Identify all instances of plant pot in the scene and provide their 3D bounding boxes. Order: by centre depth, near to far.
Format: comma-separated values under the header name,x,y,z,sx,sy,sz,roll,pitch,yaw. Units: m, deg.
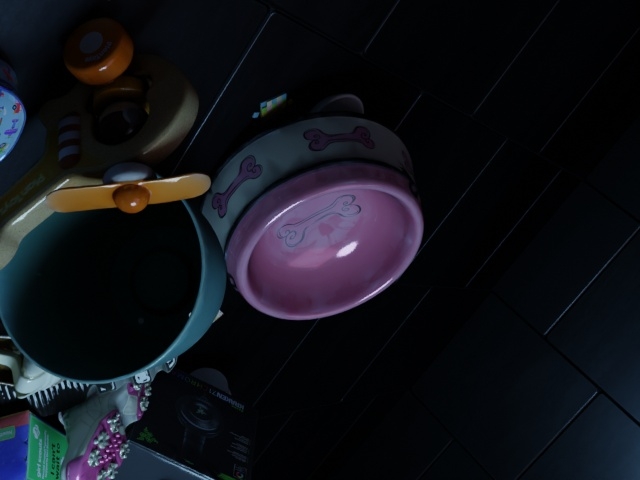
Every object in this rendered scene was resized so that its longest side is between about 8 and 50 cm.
name,x,y,z,sx,sy,sz,roll,pitch,yaw
plant pot,-0.267,0.050,1.070,0.293,0.293,0.235,-46,168,3

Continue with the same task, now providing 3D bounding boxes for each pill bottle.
name,x,y,z,sx,sy,sz,roll,pitch,yaw
pill bottle,-0.259,0.384,1.684,0.119,0.119,0.208,-28,147,-28

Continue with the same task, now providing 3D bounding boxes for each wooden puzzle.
name,x,y,z,sx,sy,sz,roll,pitch,yaw
wooden puzzle,-0.077,-0.218,1.236,0.083,0.006,0.049,-30,149,-25

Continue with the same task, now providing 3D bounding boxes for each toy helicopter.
name,x,y,z,sx,sy,sz,roll,pitch,yaw
toy helicopter,-0.291,-0.079,0.897,0.355,0.235,0.140,-42,152,-4

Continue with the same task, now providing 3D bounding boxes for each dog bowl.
name,x,y,z,sx,sy,sz,roll,pitch,yaw
dog bowl,0.000,-0.021,1.315,0.408,0.150,0.408,-13,138,-12

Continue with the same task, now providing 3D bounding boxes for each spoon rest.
name,x,y,z,sx,sy,sz,roll,pitch,yaw
spoon rest,0.012,-0.150,1.365,0.137,0.084,0.276,-25,147,-32

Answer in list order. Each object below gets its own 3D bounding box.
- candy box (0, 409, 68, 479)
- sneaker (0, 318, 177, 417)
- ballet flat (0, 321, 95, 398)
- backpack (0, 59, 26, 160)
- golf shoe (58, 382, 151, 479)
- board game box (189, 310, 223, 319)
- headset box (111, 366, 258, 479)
name,x,y,z,sx,sy,sz,roll,pitch,yaw
candy box,-0.543,0.417,1.254,0.268,0.122,0.317,-14,150,1
sneaker,-0.410,0.194,1.239,0.331,0.146,0.122,-9,113,-14
ballet flat,-0.453,0.170,1.048,0.316,0.106,0.107,14,113,-34
backpack,-0.403,-0.129,0.812,0.173,0.117,0.158,-2,131,-56
golf shoe,-0.385,0.307,1.246,0.306,0.140,0.115,-80,168,-67
board game box,-0.294,0.164,1.421,0.193,0.045,0.147,-40,151,-8
headset box,-0.265,0.403,1.437,0.131,0.246,0.283,-56,-168,20
